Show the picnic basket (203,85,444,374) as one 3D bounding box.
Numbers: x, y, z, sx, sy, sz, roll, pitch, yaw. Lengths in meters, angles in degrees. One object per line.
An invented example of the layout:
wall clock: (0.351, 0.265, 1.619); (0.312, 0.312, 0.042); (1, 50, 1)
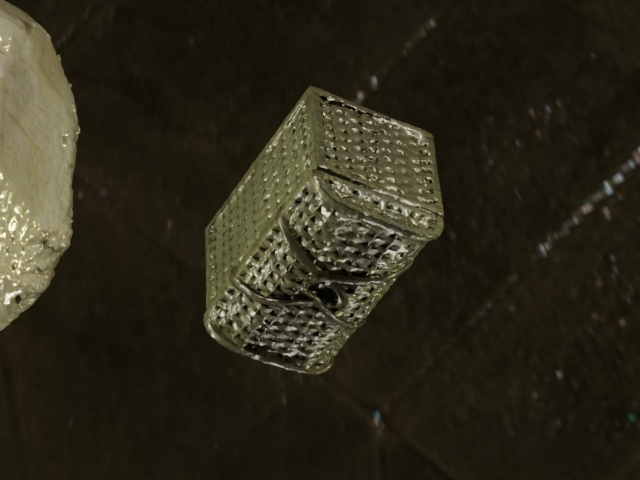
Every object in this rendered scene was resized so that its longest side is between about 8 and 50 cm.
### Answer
picnic basket: (0.000, 0.000, 1.547); (0.134, 0.154, 0.196); (21, 127, -24)

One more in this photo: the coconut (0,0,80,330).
coconut: (-0.432, -0.085, 1.674); (0.345, 0.415, 0.415); (-29, 115, 37)
